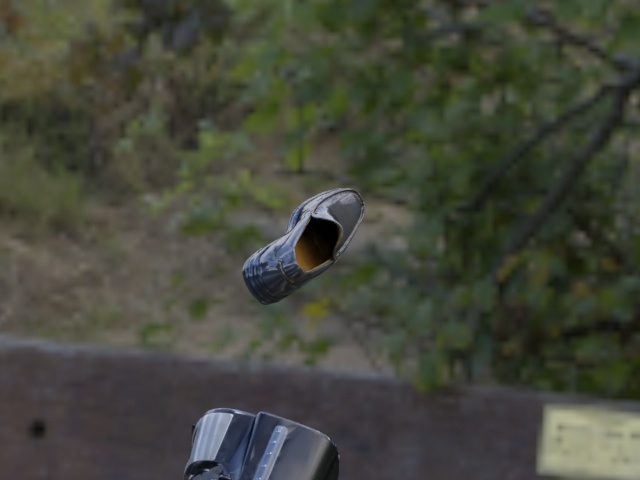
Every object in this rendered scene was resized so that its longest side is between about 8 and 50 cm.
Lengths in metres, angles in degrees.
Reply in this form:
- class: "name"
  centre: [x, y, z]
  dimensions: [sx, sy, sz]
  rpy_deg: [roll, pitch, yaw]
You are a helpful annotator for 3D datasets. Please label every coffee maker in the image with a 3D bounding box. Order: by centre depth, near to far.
- class: "coffee maker"
  centre: [-0.048, 0.237, 1.540]
  dimensions: [0.171, 0.178, 0.120]
  rpy_deg: [34, -40, -10]

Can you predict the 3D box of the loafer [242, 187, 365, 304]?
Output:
- class: "loafer"
  centre: [0.000, 0.000, 1.797]
  dimensions: [0.061, 0.062, 0.170]
  rpy_deg: [-23, 17, 41]
